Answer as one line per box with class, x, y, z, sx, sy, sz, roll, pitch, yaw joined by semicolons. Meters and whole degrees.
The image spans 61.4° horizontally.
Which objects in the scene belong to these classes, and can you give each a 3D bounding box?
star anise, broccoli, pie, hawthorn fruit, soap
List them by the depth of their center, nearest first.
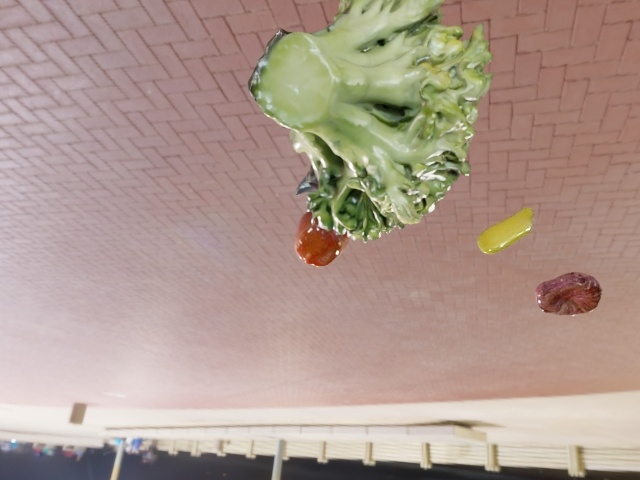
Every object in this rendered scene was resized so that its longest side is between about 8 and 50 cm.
broccoli;0.050;-0.153;0.558;0.248;0.288;0.245;-31;172;28
star anise;0.047;-0.115;0.971;0.181;0.061;0.204;1;162;-13
pie;0.596;0.134;1.295;0.154;0.038;0.153;3;133;3
hawthorn fruit;0.000;0.000;1.318;0.133;0.133;0.138;23;109;-32
soap;0.500;-0.023;1.437;0.168;0.089;0.033;-30;134;12
